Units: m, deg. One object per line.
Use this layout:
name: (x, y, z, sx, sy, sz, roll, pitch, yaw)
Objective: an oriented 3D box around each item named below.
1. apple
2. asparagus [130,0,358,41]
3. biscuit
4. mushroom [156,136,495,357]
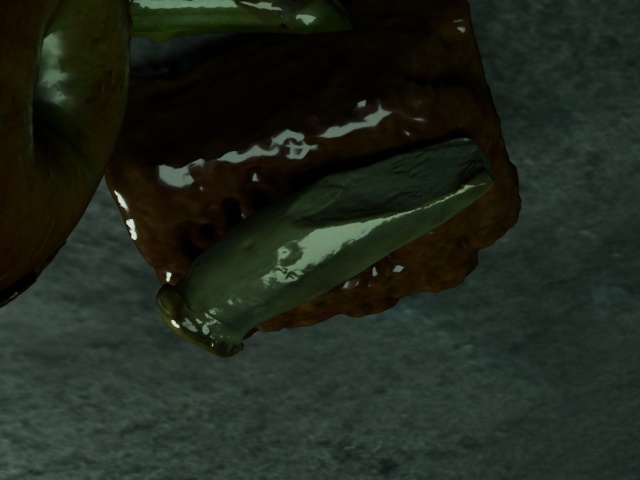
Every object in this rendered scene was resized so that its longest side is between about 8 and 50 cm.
apple: (-0.332, -0.131, 1.000, 0.374, 0.383, 0.374, 13, 155, 6)
asparagus: (-0.136, -0.216, 1.215, 0.343, 0.082, 0.085, -2, 120, -10)
biscuit: (-0.004, -0.057, 1.379, 0.395, 0.166, 0.342, -19, 138, 3)
mushroom: (-0.002, -0.002, 1.253, 0.333, 0.087, 0.107, -31, 138, 14)
